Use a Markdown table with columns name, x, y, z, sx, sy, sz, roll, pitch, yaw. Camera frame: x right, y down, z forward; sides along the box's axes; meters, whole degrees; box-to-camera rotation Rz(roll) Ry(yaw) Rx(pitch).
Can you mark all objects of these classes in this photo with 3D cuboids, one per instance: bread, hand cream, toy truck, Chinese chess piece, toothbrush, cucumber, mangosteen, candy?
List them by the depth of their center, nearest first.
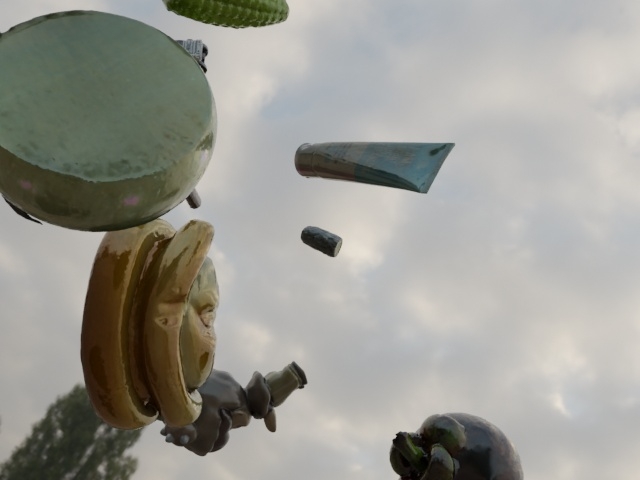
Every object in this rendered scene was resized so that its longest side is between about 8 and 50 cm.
| name | x | y | z | sx | sy | sz | roll | pitch | yaw |
| --- | --- | --- | --- | --- | --- | --- | --- | --- | --- |
| Chinese chess piece | -0.328 | -0.175 | 1.060 | 0.349 | 0.349 | 0.146 | 31 | -36 | 3 |
| candy | -0.145 | -0.387 | 1.153 | 0.210 | 0.096 | 0.097 | 5 | -28 | -28 |
| hand cream | 0.081 | -0.136 | 1.269 | 0.312 | 0.111 | 0.070 | 6 | -34 | 44 |
| bread | -0.330 | 0.164 | 1.457 | 0.246 | 0.423 | 0.329 | 3 | -1 | -6 |
| mangosteen | 0.306 | 0.529 | 1.637 | 0.311 | 0.311 | 0.311 | 19 | -40 | 17 |
| toothbrush | -0.321 | -0.147 | 1.649 | 0.041 | 0.040 | 0.364 | 26 | -14 | 9 |
| toy truck | -0.324 | -0.357 | 1.686 | 0.114 | 0.098 | 0.226 | 4 | -44 | -10 |
| cucumber | 0.002 | 0.001 | 1.920 | 0.112 | 0.064 | 0.064 | 22 | -39 | 23 |

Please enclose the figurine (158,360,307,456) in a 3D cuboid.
| name | x | y | z | sx | sy | sz | roll | pitch | yaw |
| --- | --- | --- | --- | --- | --- | --- | --- | --- | --- |
| figurine | -0.219 | 0.398 | 1.799 | 0.248 | 0.381 | 0.203 | -159 | -125 | -72 |
